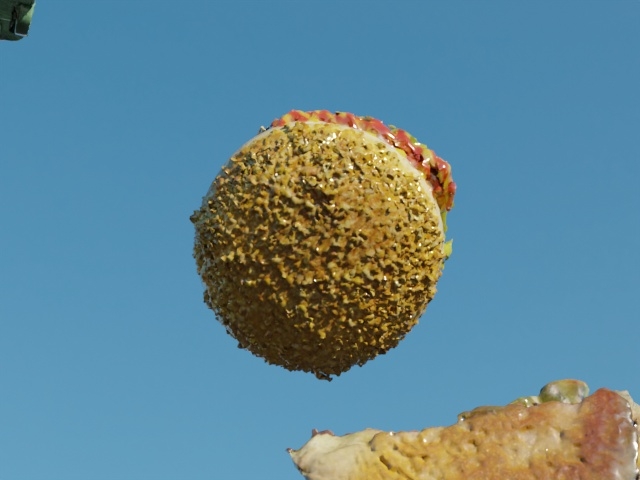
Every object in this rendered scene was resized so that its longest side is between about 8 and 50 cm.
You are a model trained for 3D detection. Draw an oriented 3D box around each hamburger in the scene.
[{"bbox_3d":[0.000,0.000,1.686,0.276,0.294,0.179,25,2,2],"label":"hamburger"}]

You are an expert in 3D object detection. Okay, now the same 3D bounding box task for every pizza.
[{"bbox_3d":[0.098,0.162,0.936,0.226,0.147,0.069,-14,-43,7],"label":"pizza"}]

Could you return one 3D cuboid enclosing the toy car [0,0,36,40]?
[{"bbox_3d":[-0.240,-0.235,1.130,0.090,0.076,0.224,13,-33,-12],"label":"toy car"}]
